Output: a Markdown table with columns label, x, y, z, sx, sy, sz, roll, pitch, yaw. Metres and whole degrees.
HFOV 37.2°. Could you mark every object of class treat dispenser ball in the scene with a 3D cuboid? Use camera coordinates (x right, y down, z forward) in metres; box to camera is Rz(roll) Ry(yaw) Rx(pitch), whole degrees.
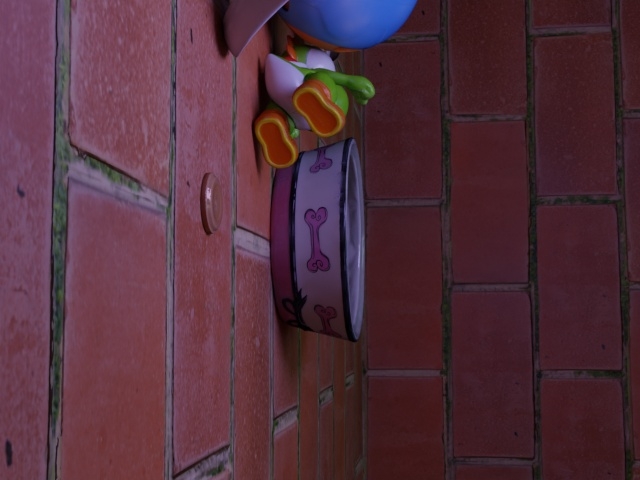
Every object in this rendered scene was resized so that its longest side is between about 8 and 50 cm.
| label | x | y | z | sx | sy | sz | roll | pitch | yaw |
| --- | --- | --- | --- | --- | --- | --- | --- | --- | --- |
| treat dispenser ball | 0.044 | -0.492 | 1.748 | 0.288 | 0.288 | 0.288 | -1 | 90 | -83 |

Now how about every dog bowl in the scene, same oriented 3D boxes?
| label | x | y | z | sx | sy | sz | roll | pitch | yaw |
| --- | --- | --- | --- | --- | --- | --- | --- | --- | --- |
| dog bowl | 0.000 | 0.000 | 1.906 | 0.408 | 0.150 | 0.408 | -1 | 90 | -82 |

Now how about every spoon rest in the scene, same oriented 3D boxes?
| label | x | y | z | sx | sy | sz | roll | pitch | yaw |
| --- | --- | --- | --- | --- | --- | --- | --- | --- | --- |
| spoon rest | -0.071 | -0.356 | 1.328 | 0.276 | 0.084 | 0.137 | -50 | -163 | 60 |

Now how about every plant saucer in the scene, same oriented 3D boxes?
| label | x | y | z | sx | sy | sz | roll | pitch | yaw |
| --- | --- | --- | --- | --- | --- | --- | --- | --- | --- |
| plant saucer | -0.146 | -0.051 | 1.293 | 0.083 | 0.013 | 0.083 | -1 | 90 | -83 |

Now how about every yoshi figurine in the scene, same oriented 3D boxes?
| label | x | y | z | sx | sy | sz | roll | pitch | yaw |
| --- | --- | --- | --- | --- | --- | --- | --- | --- | --- |
| yoshi figurine | -0.012 | -0.246 | 1.760 | 0.362 | 0.203 | 0.203 | -82 | -175 | -62 |

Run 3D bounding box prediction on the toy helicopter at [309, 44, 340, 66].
| label | x | y | z | sx | sy | sz | roll | pitch | yaw |
| --- | --- | --- | --- | --- | --- | --- | --- | --- | --- |
| toy helicopter | -0.012 | -0.374 | 2.094 | 0.235 | 0.140 | 0.355 | 95 | 12 | -44 |
